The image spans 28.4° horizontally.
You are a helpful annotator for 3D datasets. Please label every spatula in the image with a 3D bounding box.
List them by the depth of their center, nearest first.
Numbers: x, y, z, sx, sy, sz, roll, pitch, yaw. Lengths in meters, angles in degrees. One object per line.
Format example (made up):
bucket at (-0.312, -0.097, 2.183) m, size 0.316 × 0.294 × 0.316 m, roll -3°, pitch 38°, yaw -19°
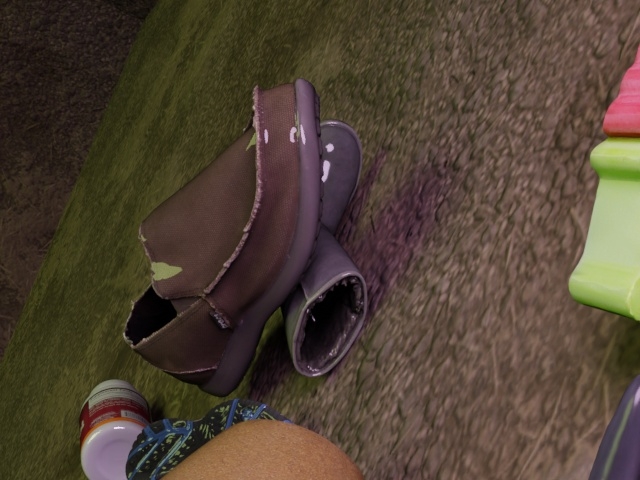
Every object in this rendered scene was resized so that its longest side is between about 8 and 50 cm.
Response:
spatula at (0.102, 0.199, 0.520) m, size 0.084 × 0.030 × 0.296 m, roll 9°, pitch -89°, yaw -68°

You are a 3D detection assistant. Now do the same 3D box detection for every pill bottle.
pill bottle at (-0.234, 0.219, 1.452) m, size 0.086 × 0.086 × 0.152 m, roll -60°, pitch 18°, yaw 9°

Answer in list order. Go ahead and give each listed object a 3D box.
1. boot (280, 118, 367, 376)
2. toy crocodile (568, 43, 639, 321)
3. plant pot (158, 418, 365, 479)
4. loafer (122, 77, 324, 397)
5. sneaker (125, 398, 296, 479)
boot at (0.003, 0.000, 1.128) m, size 0.208 × 0.076 × 0.190 m, roll -107°, pitch 32°, yaw -74°
toy crocodile at (0.219, -0.114, 0.631) m, size 0.340 × 0.105 × 0.115 m, roll -60°, pitch 18°, yaw 1°
plant pot at (-0.062, 0.243, 0.787) m, size 0.237 × 0.237 × 0.254 m, roll -47°, pitch 9°, yaw 41°
loafer at (-0.092, 0.010, 1.097) m, size 0.134 × 0.130 × 0.366 m, roll -94°, pitch 21°, yaw -46°
sneaker at (-0.076, 0.189, 1.089) m, size 0.211 × 0.081 × 0.080 m, roll -10°, pitch 52°, yaw 46°
